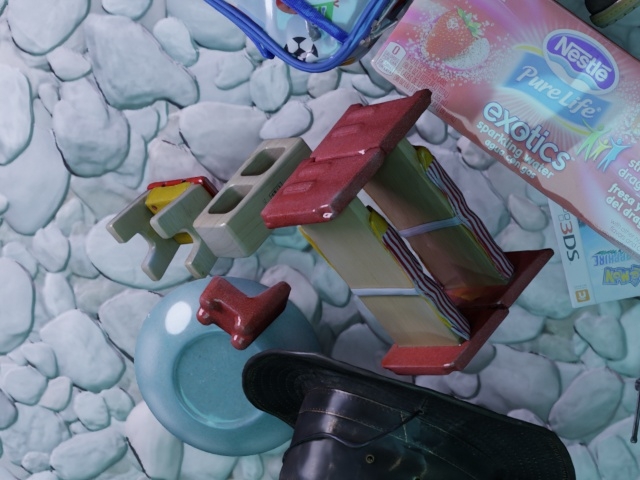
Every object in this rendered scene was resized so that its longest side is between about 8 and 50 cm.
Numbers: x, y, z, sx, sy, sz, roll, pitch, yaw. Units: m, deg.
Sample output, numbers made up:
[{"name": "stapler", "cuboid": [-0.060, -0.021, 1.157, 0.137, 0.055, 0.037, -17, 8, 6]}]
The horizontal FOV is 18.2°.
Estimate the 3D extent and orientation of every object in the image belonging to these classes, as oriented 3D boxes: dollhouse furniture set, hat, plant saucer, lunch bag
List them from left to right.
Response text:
[{"name": "plant saucer", "cuboid": [-0.094, 0.133, 1.987, 0.195, 0.037, 0.195, 3, 109, 8]}, {"name": "lunch bag", "cuboid": [-0.036, -0.297, 1.778, 0.303, 0.115, 0.243, 39, 106, 7]}, {"name": "dollhouse furniture set", "cuboid": [0.000, 0.000, 1.828, 0.374, 0.152, 0.201, -4, 130, 54]}, {"name": "hat", "cuboid": [0.065, 0.225, 1.849, 0.331, 0.331, 0.134, 19, 67, 2]}]

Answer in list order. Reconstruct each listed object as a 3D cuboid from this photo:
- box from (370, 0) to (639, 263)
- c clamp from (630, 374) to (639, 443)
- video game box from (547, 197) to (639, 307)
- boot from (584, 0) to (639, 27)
[{"name": "box", "cuboid": [0.210, -0.121, 1.760, 0.300, 0.154, 0.142, 37, 99, 9]}, {"name": "c clamp", "cuboid": [0.371, 0.122, 1.886, 0.160, 0.022, 0.137, -5, 75, 30]}, {"name": "video game box", "cuboid": [0.313, -0.046, 1.864, 0.205, 0.048, 0.187, -12, 107, 12]}, {"name": "boot", "cuboid": [0.262, -0.330, 1.708, 0.207, 0.090, 0.248, 43, 109, 1]}]
